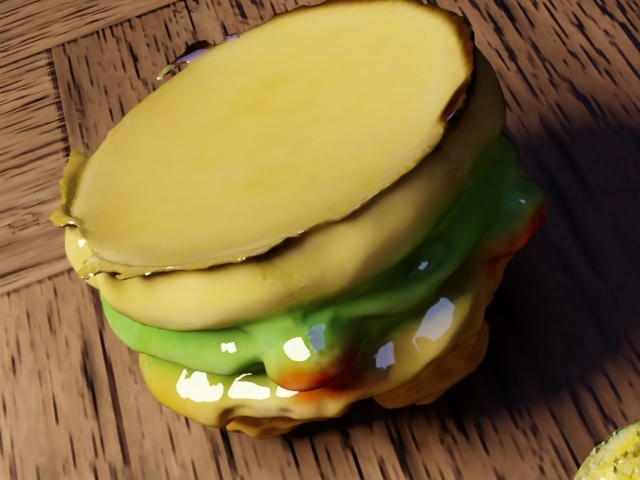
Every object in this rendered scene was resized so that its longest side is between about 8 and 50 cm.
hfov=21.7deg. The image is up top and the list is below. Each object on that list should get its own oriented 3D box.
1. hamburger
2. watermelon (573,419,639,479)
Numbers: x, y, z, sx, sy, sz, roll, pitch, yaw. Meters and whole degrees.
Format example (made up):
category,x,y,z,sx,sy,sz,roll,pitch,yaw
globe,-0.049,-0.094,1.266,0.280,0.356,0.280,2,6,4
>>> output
category,x,y,z,sx,sy,sz,roll,pitch,yaw
hamburger,0.000,0.000,0.806,0.237,0.149,0.237,-19,32,12
watermelon,0.151,0.120,0.664,0.105,0.062,0.105,-9,47,10
